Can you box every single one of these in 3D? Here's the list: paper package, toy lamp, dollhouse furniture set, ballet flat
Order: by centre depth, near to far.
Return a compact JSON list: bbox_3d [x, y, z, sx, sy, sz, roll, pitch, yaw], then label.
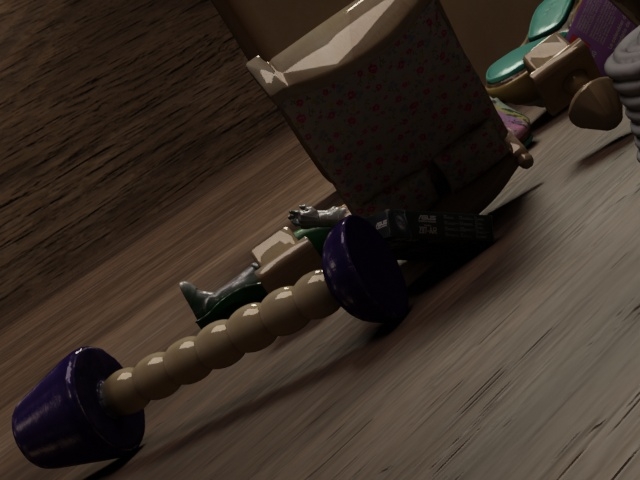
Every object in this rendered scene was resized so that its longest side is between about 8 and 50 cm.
[{"bbox_3d":[-0.078,0.071,1.181,0.275,0.080,0.080,-28,6,22],"label":"toy lamp"},{"bbox_3d":[0.084,-0.099,1.210,0.355,0.303,0.174,-36,49,-1],"label":"dollhouse furniture set"},{"bbox_3d":[0.118,-0.103,1.636,0.077,0.079,0.221,-31,6,-9],"label":"ballet flat"},{"bbox_3d":[0.215,-0.164,1.720,0.080,0.073,0.232,-20,17,31],"label":"ballet flat"},{"bbox_3d":[0.064,-0.264,2.042,0.309,0.324,0.168,-32,6,-7],"label":"paper package"}]

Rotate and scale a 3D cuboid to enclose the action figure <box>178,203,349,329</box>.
[{"bbox_3d":[0.000,0.000,1.489,0.232,0.063,0.137,-27,3,-3],"label":"action figure"}]

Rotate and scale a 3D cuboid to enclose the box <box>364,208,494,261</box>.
[{"bbox_3d":[0.059,-0.002,1.206,0.083,0.018,0.067,3,-14,-31],"label":"box"}]

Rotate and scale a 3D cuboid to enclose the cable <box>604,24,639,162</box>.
[{"bbox_3d":[0.276,-0.126,1.013,0.257,0.089,0.257,-32,6,-9],"label":"cable"}]

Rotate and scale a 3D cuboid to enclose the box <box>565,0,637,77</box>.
[{"bbox_3d":[0.322,-0.292,1.610,0.201,0.057,0.293,-36,-25,-47],"label":"box"}]
